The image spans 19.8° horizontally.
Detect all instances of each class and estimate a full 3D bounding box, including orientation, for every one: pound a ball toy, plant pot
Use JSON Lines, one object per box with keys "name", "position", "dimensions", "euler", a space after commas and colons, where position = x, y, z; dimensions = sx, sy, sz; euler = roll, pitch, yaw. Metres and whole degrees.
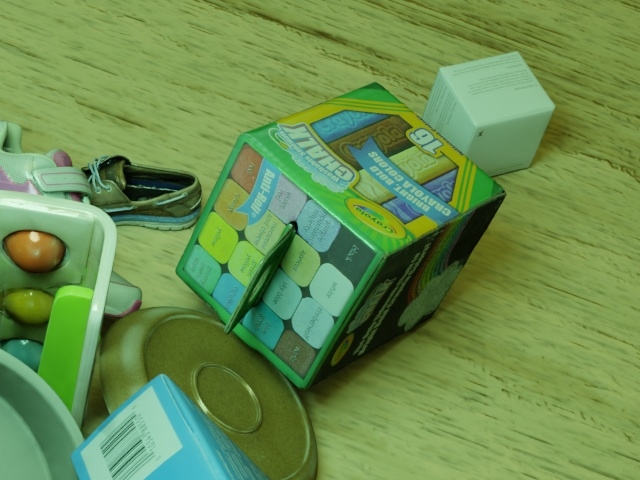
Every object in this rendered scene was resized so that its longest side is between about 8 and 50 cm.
{"name": "pound a ball toy", "position": [-0.285, 0.058, 1.534], "dimensions": [0.208, 0.319, 0.135], "euler": [9, 51, -6]}
{"name": "plant pot", "position": [-0.089, 0.147, 1.627], "dimensions": [0.236, 0.032, 0.236], "euler": [32, 32, -23]}

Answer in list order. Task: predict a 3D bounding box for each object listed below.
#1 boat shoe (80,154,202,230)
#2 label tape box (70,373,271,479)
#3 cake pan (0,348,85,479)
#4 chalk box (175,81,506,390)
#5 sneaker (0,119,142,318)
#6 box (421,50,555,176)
{"name": "boat shoe", "position": [-0.206, -0.053, 1.800], "dimensions": [0.183, 0.066, 0.066], "euler": [-1, 54, -15]}
{"name": "label tape box", "position": [-0.025, 0.290, 1.424], "dimensions": [0.115, 0.347, 0.249], "euler": [-41, 26, -1]}
{"name": "cake pan", "position": [-0.314, 0.217, 1.422], "dimensions": [0.293, 0.054, 0.293], "euler": [6, 79, -31]}
{"name": "chalk box", "position": [0.000, 0.000, 1.689], "dimensions": [0.179, 0.180, 0.289], "euler": [42, 35, 18]}
{"name": "sneaker", "position": [-0.256, -0.024, 1.713], "dimensions": [0.252, 0.103, 0.111], "euler": [39, 94, 11]}
{"name": "box", "position": [0.174, -0.128, 1.932], "dimensions": [0.101, 0.102, 0.087], "euler": [-14, 56, -24]}
